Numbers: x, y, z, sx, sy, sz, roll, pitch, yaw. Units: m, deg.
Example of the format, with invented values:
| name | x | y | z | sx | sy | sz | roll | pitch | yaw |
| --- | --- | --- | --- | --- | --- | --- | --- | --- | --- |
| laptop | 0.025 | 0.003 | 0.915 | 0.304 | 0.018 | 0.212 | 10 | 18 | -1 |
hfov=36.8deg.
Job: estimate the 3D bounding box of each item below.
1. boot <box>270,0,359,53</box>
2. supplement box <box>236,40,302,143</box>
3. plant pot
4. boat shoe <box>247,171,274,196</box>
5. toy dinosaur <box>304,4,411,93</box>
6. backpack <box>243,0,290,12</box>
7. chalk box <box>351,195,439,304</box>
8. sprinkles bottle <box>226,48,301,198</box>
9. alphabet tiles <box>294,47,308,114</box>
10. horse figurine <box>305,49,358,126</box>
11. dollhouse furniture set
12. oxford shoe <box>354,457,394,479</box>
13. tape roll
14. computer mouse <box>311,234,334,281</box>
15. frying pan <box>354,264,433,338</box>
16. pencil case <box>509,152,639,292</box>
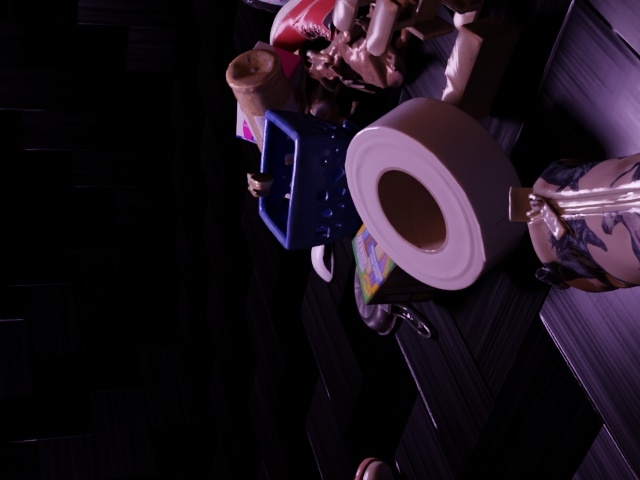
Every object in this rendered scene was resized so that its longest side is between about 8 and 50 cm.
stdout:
| name | x | y | z | sx | sy | sz | roll | pitch | yaw |
| --- | --- | --- | --- | --- | --- | --- | --- | --- | --- |
| boot | -0.015 | -0.452 | 2.086 | 0.244 | 0.088 | 0.176 | -45 | 48 | 34 |
| supplement box | -0.118 | -0.325 | 2.188 | 0.220 | 0.111 | 0.114 | 98 | -163 | -52 |
| plant pot | 0.009 | -0.125 | 1.928 | 0.236 | 0.212 | 0.236 | -131 | 44 | -62 |
| boat shoe | -0.117 | -0.108 | 1.905 | 0.135 | 0.050 | 0.045 | -133 | 40 | -77 |
| toy dinosaur | 0.096 | -0.341 | 1.816 | 0.295 | 0.127 | 0.200 | 45 | 142 | 46 |
| backpack | -0.104 | -0.650 | 2.350 | 0.182 | 0.151 | 0.115 | -58 | 42 | 38 |
| chalk box | 0.142 | 0.028 | 1.679 | 0.213 | 0.132 | 0.132 | 123 | 141 | -56 |
| sprinkles bottle | -0.091 | -0.245 | 2.075 | 0.355 | 0.121 | 0.121 | 67 | -178 | -49 |
| alphabet tiles | -0.061 | -0.370 | 2.316 | 0.285 | 0.011 | 0.343 | 96 | 167 | -49 |
| horse figurine | 0.017 | -0.303 | 2.114 | 0.174 | 0.066 | 0.263 | 112 | 149 | -44 |
| dollhouse furniture set | 0.164 | -0.307 | 1.480 | 0.242 | 0.212 | 0.161 | 42 | 135 | 28 |
| oxford shoe | 0.139 | 0.584 | 1.812 | 0.130 | 0.123 | 0.349 | -19 | 70 | 42 |
| tape roll | 0.169 | -0.067 | 1.442 | 0.286 | 0.100 | 0.286 | 38 | 148 | 29 |
| computer mouse | 0.000 | 0.000 | 2.221 | 0.106 | 0.042 | 0.193 | 152 | 115 | -68 |
| frying pan | 0.126 | 0.132 | 1.871 | 0.326 | 0.053 | 0.197 | -108 | 24 | -46 |
| pencil case | 0.365 | -0.032 | 0.954 | 0.410 | 0.183 | 0.160 | 167 | 102 | -70 |
